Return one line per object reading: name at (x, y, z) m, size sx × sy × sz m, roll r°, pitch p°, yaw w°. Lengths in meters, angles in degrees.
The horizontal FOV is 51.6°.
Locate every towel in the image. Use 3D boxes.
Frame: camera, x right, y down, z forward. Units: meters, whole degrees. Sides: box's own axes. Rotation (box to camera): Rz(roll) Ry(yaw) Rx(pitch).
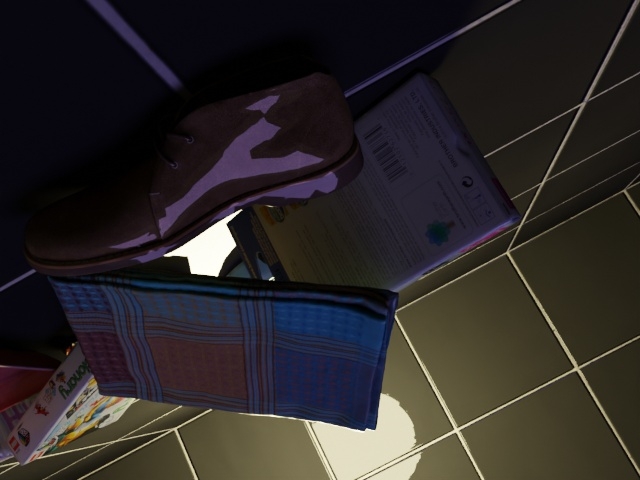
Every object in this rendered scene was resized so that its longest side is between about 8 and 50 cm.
towel at (-0.105, 0.134, 0.777) m, size 0.370 × 0.040 × 0.271 m, roll 5°, pitch 137°, yaw 4°

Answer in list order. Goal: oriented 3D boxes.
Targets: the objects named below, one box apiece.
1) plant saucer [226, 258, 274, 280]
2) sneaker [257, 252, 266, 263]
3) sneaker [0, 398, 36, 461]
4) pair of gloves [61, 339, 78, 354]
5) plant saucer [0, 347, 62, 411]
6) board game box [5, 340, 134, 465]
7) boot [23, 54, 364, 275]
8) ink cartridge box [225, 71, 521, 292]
plant saucer at (-0.024, 0.042, 1.151) m, size 0.318 × 0.043 × 0.317 m, roll -26°, pitch 165°, yaw -7°
sneaker at (0.000, 0.000, 0.882) m, size 0.227 × 0.130 × 0.087 m, roll -35°, pitch 162°, yaw 35°
sneaker at (-0.552, 0.345, 1.171) m, size 0.237 × 0.095 × 0.104 m, roll -21°, pitch 172°, yaw -5°
pair of gloves at (-0.350, 0.151, 1.005) m, size 0.083 × 0.010 × 0.074 m, roll -25°, pitch 164°, yaw -19°
plant saucer at (-0.496, 0.206, 0.862) m, size 0.259 × 0.047 × 0.259 m, roll -28°, pitch 166°, yaw 0°
board game box at (-0.315, 0.198, 0.991) m, size 0.305 × 0.053 × 0.193 m, roll -48°, pitch 164°, yaw 25°
boot at (-0.119, -0.068, 0.563) m, size 0.305 × 0.112 × 0.115 m, roll -22°, pitch 135°, yaw -4°
ink cartridge box at (0.045, -0.023, 0.762) m, size 0.311 × 0.185 × 0.065 m, roll -34°, pitch 167°, yaw 25°
